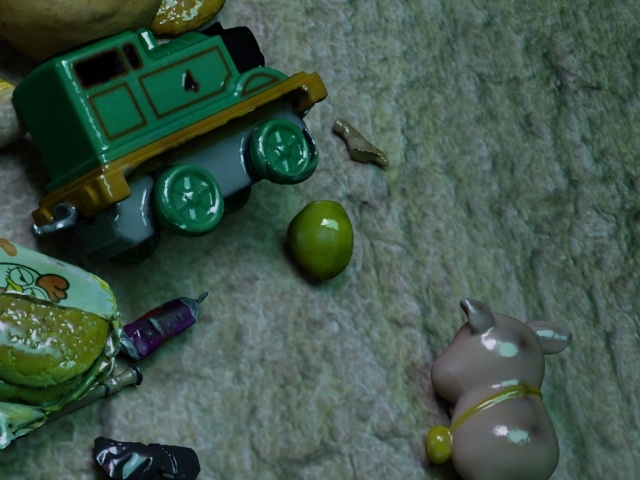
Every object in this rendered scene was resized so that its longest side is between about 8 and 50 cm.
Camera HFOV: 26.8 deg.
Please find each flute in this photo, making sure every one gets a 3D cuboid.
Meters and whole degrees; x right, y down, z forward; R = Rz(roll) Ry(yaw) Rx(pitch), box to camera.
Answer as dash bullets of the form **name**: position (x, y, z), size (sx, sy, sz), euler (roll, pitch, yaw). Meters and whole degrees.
- **flute**: position (-0.284, 0.180, 1.402), size (0.233, 0.027, 0.027), euler (-22, 73, -41)

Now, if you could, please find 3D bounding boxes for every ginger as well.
- **ginger**: position (0.052, -0.126, 1.828), size (0.097, 0.030, 0.048), euler (39, 19, -8)

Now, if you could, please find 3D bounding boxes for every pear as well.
- **pear**: position (0.000, 0.000, 1.670), size (0.092, 0.092, 0.097), euler (7, 73, -30)

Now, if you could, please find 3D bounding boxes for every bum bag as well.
- **bum bag**: position (-0.183, 0.237, 1.424), size (0.124, 0.034, 0.058), euler (9, 42, -29)

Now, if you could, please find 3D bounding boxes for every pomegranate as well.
- **pomegranate**: position (-0.304, -0.329, 1.578), size (0.260, 0.260, 0.260), euler (17, 52, -23)

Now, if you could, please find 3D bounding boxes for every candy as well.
- **candy**: position (-0.185, 0.099, 1.509), size (0.175, 0.045, 0.043), euler (-31, 99, -40)

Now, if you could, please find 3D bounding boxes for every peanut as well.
- **peanut**: position (-0.415, -0.141, 1.493), size (0.206, 0.087, 0.087), euler (-4, 63, -34)

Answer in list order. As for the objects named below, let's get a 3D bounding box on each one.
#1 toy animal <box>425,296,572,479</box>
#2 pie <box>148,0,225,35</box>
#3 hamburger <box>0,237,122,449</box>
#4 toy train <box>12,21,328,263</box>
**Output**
- **toy animal**: position (0.213, 0.208, 1.636), size (0.165, 0.149, 0.248), euler (19, 62, -41)
- **pie**: position (-0.236, -0.394, 1.795), size (0.273, 0.069, 0.273), euler (14, 54, -19)
- **hamburger**: position (-0.312, 0.101, 1.366), size (0.214, 0.125, 0.235), euler (19, 37, -9)
- **toy train**: position (-0.175, -0.130, 1.544), size (0.429, 0.178, 0.249), euler (-31, 96, -39)
